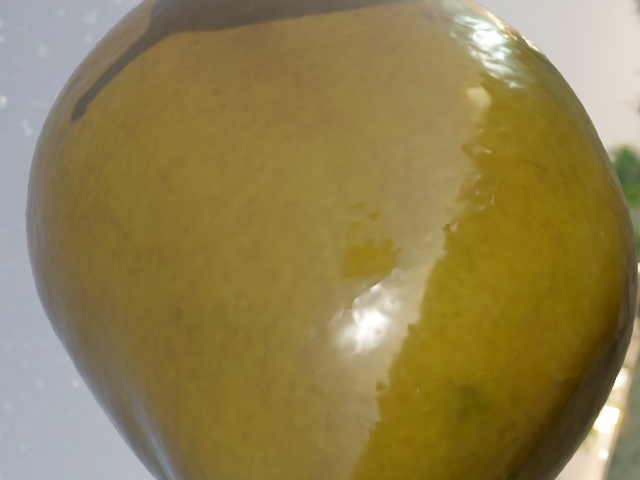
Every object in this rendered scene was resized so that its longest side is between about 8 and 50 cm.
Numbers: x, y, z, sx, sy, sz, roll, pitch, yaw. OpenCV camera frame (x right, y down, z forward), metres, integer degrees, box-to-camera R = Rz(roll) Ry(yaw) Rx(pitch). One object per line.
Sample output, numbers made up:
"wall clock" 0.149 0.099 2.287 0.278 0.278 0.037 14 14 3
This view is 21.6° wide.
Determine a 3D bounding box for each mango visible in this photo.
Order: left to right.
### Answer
"mango" 0.000 0.000 0.864 0.446 0.300 0.232 -114 4 -59
